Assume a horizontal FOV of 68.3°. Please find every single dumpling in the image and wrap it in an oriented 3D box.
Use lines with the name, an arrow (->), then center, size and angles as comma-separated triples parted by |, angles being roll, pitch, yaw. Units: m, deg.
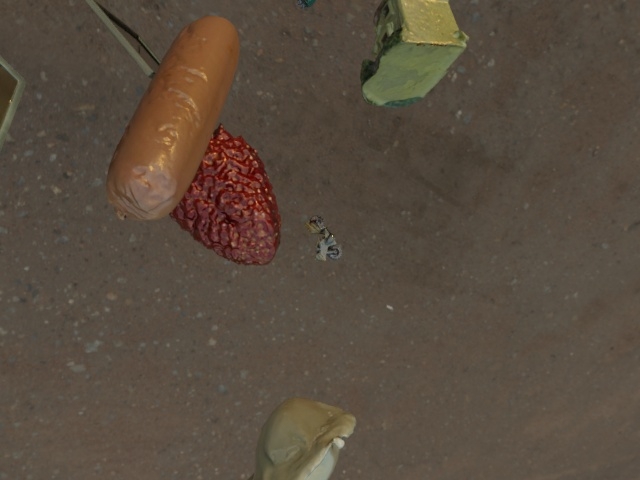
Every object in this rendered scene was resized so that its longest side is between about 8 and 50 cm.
dumpling -> -0.041, 0.286, 0.616 | 0.155, 0.111, 0.181 | -30, 145, -56

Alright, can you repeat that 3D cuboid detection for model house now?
model house -> 0.232, -0.590, 1.400 | 0.261, 0.266, 0.321 | -4, 164, -20

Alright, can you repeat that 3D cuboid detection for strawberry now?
strawberry -> -0.224, -0.087, 1.167 | 0.292, 0.292, 0.343 | -35, 93, 3

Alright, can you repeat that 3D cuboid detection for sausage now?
sausage -> -0.159, -0.146, 0.533 | 0.086, 0.289, 0.086 | 7, 149, 4

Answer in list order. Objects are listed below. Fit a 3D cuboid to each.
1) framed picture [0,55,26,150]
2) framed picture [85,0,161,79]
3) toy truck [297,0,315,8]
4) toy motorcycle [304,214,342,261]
framed picture -> -0.603, -0.272, 0.754 | 0.017, 0.217, 0.274 | -5, 151, 11
framed picture -> -0.503, -0.531, 1.334 | 0.022, 0.335, 0.247 | -39, 97, 5
toy truck -> -0.049, -0.700, 1.341 | 0.039, 0.083, 0.044 | -31, 171, -25
toy motorcycle -> 0.000, 0.000, 2.154 | 0.129, 0.229, 0.094 | -30, 175, -8
